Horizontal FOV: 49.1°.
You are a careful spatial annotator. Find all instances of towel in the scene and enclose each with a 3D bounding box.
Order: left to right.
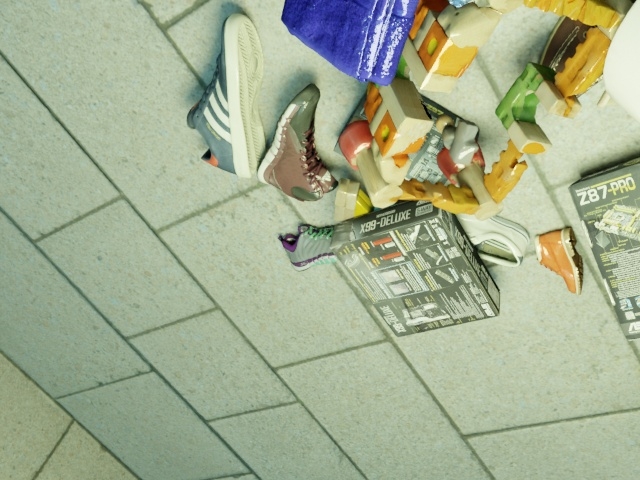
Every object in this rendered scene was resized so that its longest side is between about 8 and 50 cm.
[{"bbox_3d":[0.049,-0.396,0.975,0.227,0.076,0.308,38,132,23],"label":"towel"}]

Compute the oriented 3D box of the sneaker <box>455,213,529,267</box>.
[{"bbox_3d":[0.309,-0.021,1.457,0.258,0.091,0.094,18,132,6],"label":"sneaker"}]

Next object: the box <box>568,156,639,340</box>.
[{"bbox_3d":[0.674,-0.016,1.207,0.395,0.097,0.318,-21,94,42],"label":"box"}]

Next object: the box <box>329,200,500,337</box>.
[{"bbox_3d":[0.200,0.062,1.443,0.242,0.076,0.307,-17,127,29],"label":"box"}]

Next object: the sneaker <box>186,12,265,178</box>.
[{"bbox_3d":[-0.201,-0.286,1.411,0.148,0.131,0.350,14,128,15],"label":"sneaker"}]

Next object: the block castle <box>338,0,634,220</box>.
[{"bbox_3d":[0.239,-0.259,1.121,0.303,0.213,0.453,5,136,-26],"label":"block castle"}]

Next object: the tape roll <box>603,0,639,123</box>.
[{"bbox_3d":[0.552,-0.282,0.993,0.286,0.100,0.286,-18,142,-15],"label":"tape roll"}]

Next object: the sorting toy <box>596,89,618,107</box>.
[{"bbox_3d":[0.548,-0.289,1.092,0.038,0.208,0.193,56,144,34],"label":"sorting toy"}]

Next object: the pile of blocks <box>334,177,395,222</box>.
[{"bbox_3d":[0.160,-0.024,1.504,0.149,0.113,0.362,-19,127,30],"label":"pile of blocks"}]

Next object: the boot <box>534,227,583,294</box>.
[{"bbox_3d":[0.502,0.048,1.470,0.084,0.059,0.158,-11,115,32],"label":"boot"}]

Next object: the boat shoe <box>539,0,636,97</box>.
[{"bbox_3d":[0.466,-0.343,1.110,0.123,0.123,0.342,32,132,-7],"label":"boat shoe"}]

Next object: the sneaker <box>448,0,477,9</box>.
[{"bbox_3d":[0.227,-0.417,1.169,0.080,0.081,0.211,15,133,6],"label":"sneaker"}]

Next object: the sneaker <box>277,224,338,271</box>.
[{"bbox_3d":[0.000,0.000,1.602,0.223,0.083,0.098,-22,113,34],"label":"sneaker"}]

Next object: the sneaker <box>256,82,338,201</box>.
[{"bbox_3d":[-0.016,-0.182,1.431,0.162,0.106,0.281,37,142,4],"label":"sneaker"}]

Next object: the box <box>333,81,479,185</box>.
[{"bbox_3d":[0.167,-0.199,1.387,0.232,0.059,0.183,28,132,-4],"label":"box"}]
